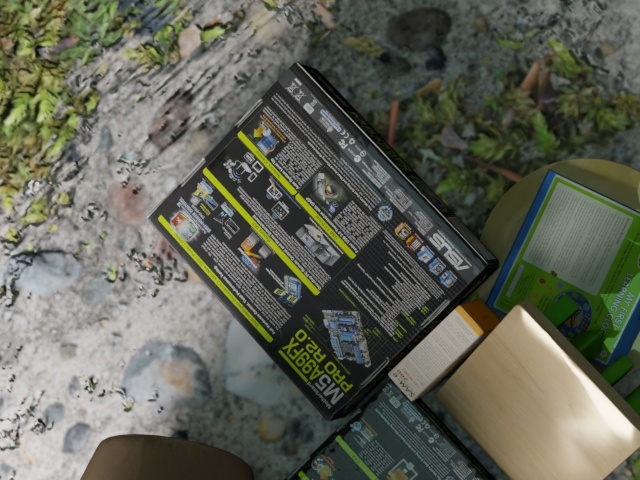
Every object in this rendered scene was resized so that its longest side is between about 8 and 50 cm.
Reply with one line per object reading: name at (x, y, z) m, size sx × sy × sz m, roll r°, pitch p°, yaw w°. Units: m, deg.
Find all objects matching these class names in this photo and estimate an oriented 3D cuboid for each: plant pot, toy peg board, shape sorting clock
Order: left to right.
plant pot at (-0.156, 0.305, 1.555) m, size 0.263 × 0.263 × 0.229 m, roll 4°, pitch 69°, yaw 13°
toy peg board at (0.216, 0.143, 1.545) m, size 0.161 × 0.079 × 0.160 m, roll 48°, pitch 136°, yaw 12°
shape sorting clock at (0.246, 0.027, 1.576) m, size 0.206 × 0.040 × 0.206 m, roll -1°, pitch 88°, yaw 23°

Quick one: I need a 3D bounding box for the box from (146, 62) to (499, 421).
box at (0.000, 0.000, 1.610) m, size 0.216 × 0.060 × 0.270 m, roll -46°, pitch 78°, yaw 13°

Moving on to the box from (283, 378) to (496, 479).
box at (0.069, 0.257, 1.596) m, size 0.184 × 0.045 × 0.190 m, roll -45°, pitch 79°, yaw 8°

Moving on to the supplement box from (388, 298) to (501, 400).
supplement box at (0.116, 0.101, 1.577) m, size 0.098 × 0.062 × 0.036 m, roll -46°, pitch 77°, yaw 19°
